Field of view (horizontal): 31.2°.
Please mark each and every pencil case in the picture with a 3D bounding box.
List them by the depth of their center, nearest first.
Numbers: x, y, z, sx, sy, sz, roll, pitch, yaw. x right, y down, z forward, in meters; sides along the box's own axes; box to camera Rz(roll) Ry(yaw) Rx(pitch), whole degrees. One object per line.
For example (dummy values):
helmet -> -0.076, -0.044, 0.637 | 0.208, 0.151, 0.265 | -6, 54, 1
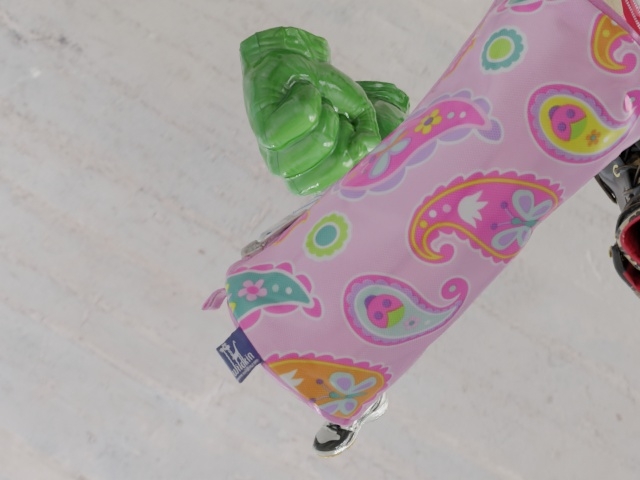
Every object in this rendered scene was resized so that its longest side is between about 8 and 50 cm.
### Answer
pencil case -> 0.065, -0.022, 0.657 | 0.124, 0.124, 0.284 | 44, 97, -10

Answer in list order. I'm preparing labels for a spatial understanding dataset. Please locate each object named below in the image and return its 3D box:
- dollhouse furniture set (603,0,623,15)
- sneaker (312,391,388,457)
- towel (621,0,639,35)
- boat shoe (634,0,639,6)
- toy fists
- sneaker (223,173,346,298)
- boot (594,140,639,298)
dollhouse furniture set -> 0.279, -0.326, 1.196 | 0.144, 0.151, 0.123 | -34, 146, 3
sneaker -> 0.021, 0.138, 0.919 | 0.032, 0.083, 0.037 | 20, 135, 35
towel -> 0.526, -0.362, 1.523 | 0.275, 0.031, 0.199 | -28, 138, 14
boat shoe -> 0.283, -0.147, 0.653 | 0.206, 0.075, 0.065 | 17, 144, 17
toy fists -> 0.028, -0.101, 1.113 | 0.096, 0.279, 0.142 | -19, 68, 28
sneaker -> 0.000, 0.000, 0.854 | 0.191, 0.083, 0.071 | -44, 66, 29
boot -> 0.385, -0.072, 1.366 | 0.138, 0.284, 0.377 | -33, 103, 25
